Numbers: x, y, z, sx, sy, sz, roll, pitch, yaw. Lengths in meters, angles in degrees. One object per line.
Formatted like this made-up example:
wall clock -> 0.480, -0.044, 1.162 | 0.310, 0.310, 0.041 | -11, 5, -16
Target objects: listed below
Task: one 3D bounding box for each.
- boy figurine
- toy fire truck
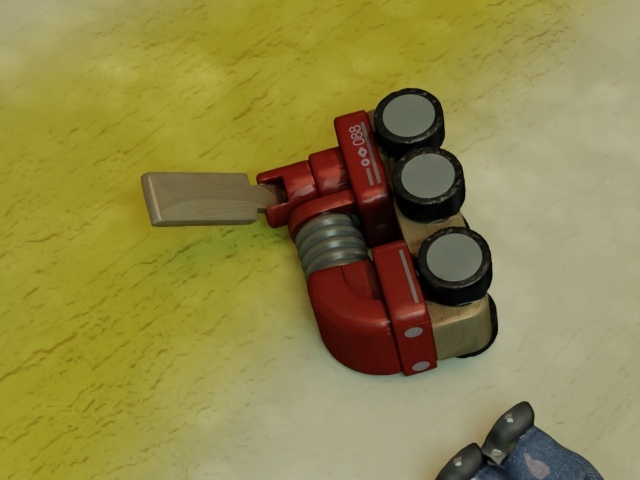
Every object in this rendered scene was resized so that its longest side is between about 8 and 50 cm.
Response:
boy figurine -> 0.217, 0.241, 1.103 | 0.177, 0.092, 0.285 | -38, 66, -25
toy fire truck -> 0.000, 0.000, 1.232 | 0.246, 0.158, 0.217 | -15, 58, 1
